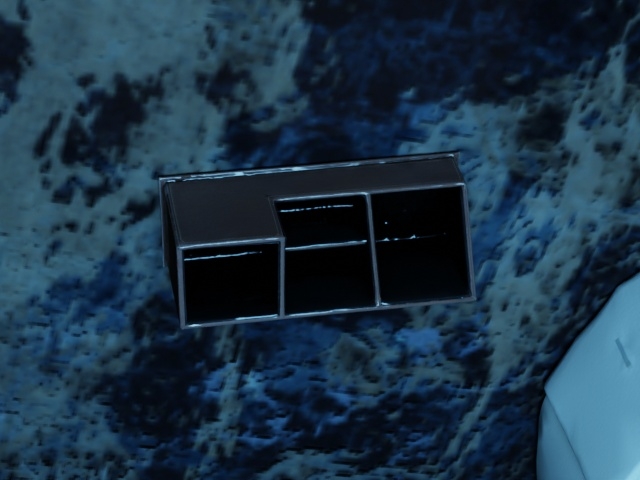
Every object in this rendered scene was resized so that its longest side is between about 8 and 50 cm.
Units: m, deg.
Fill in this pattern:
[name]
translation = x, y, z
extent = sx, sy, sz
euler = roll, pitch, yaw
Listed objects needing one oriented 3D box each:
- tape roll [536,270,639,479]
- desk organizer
[tape roll]
translation = 0.250, 0.111, 0.845
extent = 0.286, 0.100, 0.286
euler = -6, 126, -9
[desk organizer]
translation = 0.000, 0.000, 0.740
extent = 0.130, 0.050, 0.047
euler = -5, 125, -9
